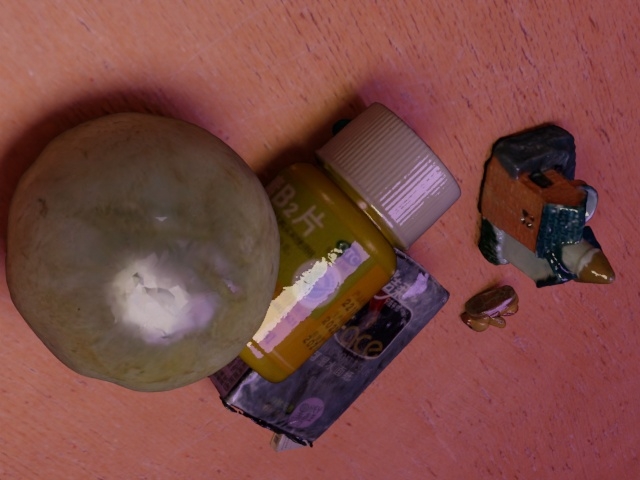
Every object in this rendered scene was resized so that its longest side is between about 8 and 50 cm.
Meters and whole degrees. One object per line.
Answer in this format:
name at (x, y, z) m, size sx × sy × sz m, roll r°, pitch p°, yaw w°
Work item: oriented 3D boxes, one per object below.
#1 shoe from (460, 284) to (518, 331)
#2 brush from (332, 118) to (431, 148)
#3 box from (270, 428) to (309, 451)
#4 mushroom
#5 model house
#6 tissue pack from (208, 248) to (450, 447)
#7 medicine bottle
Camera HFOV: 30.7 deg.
shoe at (0.325, 0.133, 2.192) m, size 0.109 × 0.072 × 0.069 m, roll -41°, pitch 137°, yaw -6°
brush at (0.091, -0.153, 1.763) m, size 0.193 × 0.032 × 0.043 m, roll 16°, pitch 116°, yaw -35°
box at (-0.045, 0.347, 2.087) m, size 0.083 × 0.024 × 0.054 m, roll -2°, pitch 123°, yaw -40°
mushroom at (-0.215, 0.013, 1.436) m, size 0.352 × 0.260 × 0.352 m, roll -3°, pitch 98°, yaw -23°
model house at (0.414, -0.017, 1.972) m, size 0.184 × 0.291 × 0.253 m, roll -17°, pitch 134°, yaw -24°
tissue pack at (0.014, 0.146, 1.884) m, size 0.361 × 0.122 × 0.259 m, roll -47°, pitch 139°, yaw 5°
medicine bottle at (0.000, 0.000, 1.652) m, size 0.384 × 0.224 × 0.224 m, roll -43°, pitch 142°, yaw -2°
